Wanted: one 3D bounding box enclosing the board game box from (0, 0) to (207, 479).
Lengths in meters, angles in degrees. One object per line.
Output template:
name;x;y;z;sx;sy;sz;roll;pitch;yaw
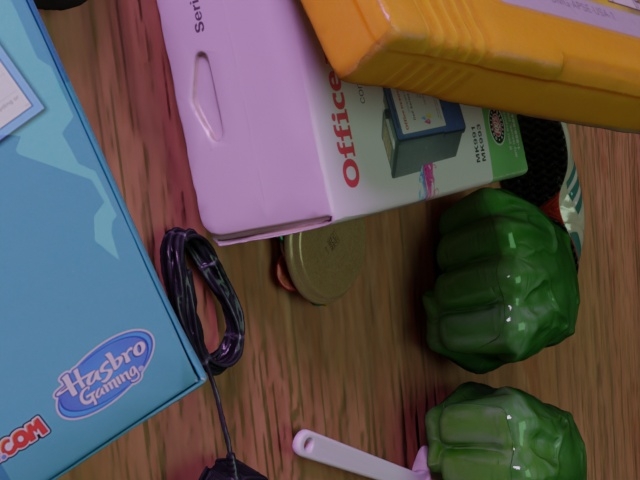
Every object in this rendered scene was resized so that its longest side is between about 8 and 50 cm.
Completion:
board game box;-0.206;-0.040;0.255;0.254;0.079;0.336;-32;118;-24

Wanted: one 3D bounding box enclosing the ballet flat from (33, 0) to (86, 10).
ballet flat;-0.155;-0.179;0.366;0.280;0.096;0.095;39;61;-47

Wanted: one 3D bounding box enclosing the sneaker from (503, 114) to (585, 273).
sneaker;0.193;-0.045;0.880;0.075;0.057;0.161;-47;127;-62

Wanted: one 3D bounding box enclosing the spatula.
spatula;0.032;0.214;0.702;0.242;0.019;0.168;32;72;-48

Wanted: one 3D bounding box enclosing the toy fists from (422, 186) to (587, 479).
toy fists;0.134;0.100;0.757;0.142;0.096;0.279;16;73;-64

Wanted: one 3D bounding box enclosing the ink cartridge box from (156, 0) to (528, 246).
ink cartridge box;0.021;-0.092;0.591;0.212;0.093;0.154;-14;93;-50

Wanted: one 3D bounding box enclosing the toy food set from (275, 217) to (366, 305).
toy food set;0.000;0.000;0.643;0.083;0.020;0.082;46;57;-44

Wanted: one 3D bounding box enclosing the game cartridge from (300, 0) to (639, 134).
game cartridge;0.079;-0.196;0.582;0.324;0.053;0.285;1;60;-48

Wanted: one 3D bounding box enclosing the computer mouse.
computer mouse;-0.063;0.113;0.559;0.071;0.041;0.242;-12;94;-61
